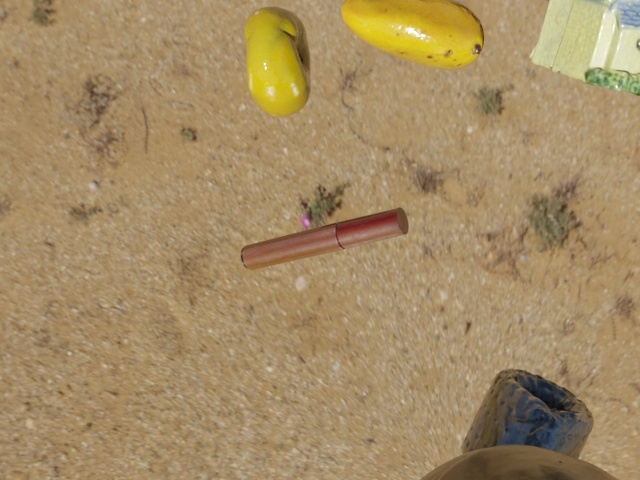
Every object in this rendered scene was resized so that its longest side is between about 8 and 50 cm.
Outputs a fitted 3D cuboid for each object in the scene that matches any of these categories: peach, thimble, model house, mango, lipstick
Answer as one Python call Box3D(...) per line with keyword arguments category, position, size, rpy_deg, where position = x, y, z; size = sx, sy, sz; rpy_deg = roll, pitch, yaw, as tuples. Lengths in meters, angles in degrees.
Box3D(category="peach", position=(-0.100, -0.412, 1.874), size=(0.153, 0.251, 0.251), rpy_deg=(-13, 71, 14))
Box3D(category="thimble", position=(0.258, 0.253, 1.031), size=(0.137, 0.190, 0.144), rpy_deg=(26, 97, 12))
Box3D(category="model house", position=(0.612, -0.445, 1.653), size=(0.261, 0.321, 0.266), rpy_deg=(1, 110, -14))
Box3D(category="mango", position=(0.142, -0.331, 1.267), size=(0.227, 0.147, 0.109), rpy_deg=(18, 120, 7))
Box3D(category="lipstick", position=(0.000, 0.000, 1.593), size=(0.356, 0.057, 0.057), rpy_deg=(-14, 69, 28))

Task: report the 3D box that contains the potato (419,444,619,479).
Box3D(category="potato", position=(0.200, 0.305, 0.747), size=(0.243, 0.326, 0.221), rpy_deg=(15, 84, -15))
